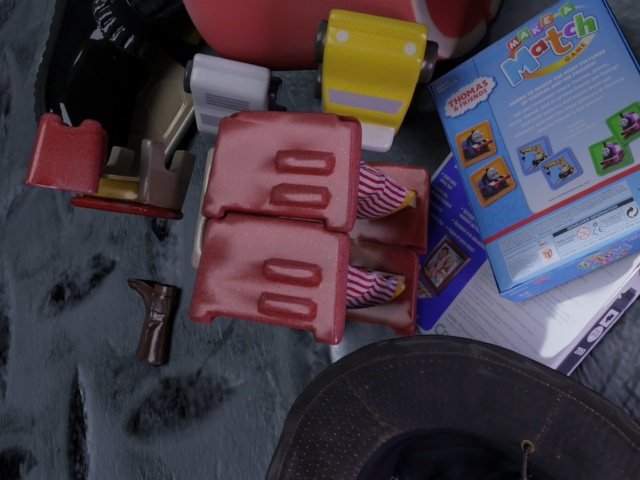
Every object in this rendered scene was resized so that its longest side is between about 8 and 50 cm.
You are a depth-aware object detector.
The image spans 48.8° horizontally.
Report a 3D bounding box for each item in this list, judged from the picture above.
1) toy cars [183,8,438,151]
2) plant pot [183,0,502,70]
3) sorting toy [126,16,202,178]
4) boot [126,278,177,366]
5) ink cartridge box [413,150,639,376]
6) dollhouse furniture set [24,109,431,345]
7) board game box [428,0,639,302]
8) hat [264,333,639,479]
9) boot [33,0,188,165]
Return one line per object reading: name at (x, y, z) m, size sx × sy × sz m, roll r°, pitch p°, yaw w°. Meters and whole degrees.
toy cars at (-0.029, -0.129, 0.707) m, size 0.393 × 0.176 × 0.087 m, roll 3°, pitch 78°, yaw 50°
plant pot at (0.036, -0.286, 0.676) m, size 0.243 × 0.275 × 0.275 m, roll 19°, pitch 93°, yaw 34°
sorting toy at (-0.247, -0.221, 1.052) m, size 0.229 × 0.041 × 0.307 m, roll 42°, pitch 103°, yaw 33°
boot at (-0.242, 0.113, 0.971) m, size 0.106 × 0.037 × 0.114 m, roll 9°, pitch 90°, yaw 46°
ink cartridge box at (0.162, 0.011, 0.610) m, size 0.208 × 0.045 × 0.206 m, roll -55°, pitch 50°, yaw 15°
dollhouse furniture set at (-0.106, -0.017, 0.617) m, size 0.373 × 0.201 × 0.152 m, roll 7°, pitch 87°, yaw 26°
board game box at (0.187, -0.079, 0.562) m, size 0.160 × 0.039 × 0.212 m, roll -29°, pitch 59°, yaw 30°
hat at (0.124, 0.217, 0.534) m, size 0.331 × 0.134 × 0.332 m, roll 2°, pitch 94°, yaw 29°
boot at (-0.254, -0.267, 0.961) m, size 0.260 × 0.131 × 0.348 m, roll -12°, pitch 72°, yaw 31°
